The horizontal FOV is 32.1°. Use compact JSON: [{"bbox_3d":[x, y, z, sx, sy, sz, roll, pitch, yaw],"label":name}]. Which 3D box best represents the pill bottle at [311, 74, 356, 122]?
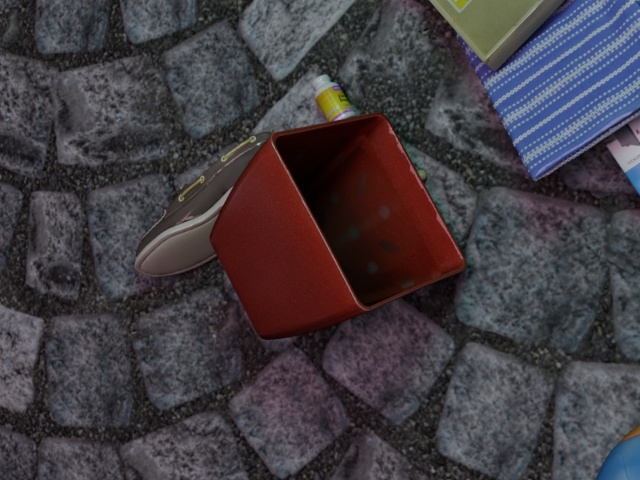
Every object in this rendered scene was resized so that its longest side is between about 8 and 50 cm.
[{"bbox_3d":[0.019,-0.215,1.725,0.043,0.043,0.083,-36,74,21],"label":"pill bottle"}]

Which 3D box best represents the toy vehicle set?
[{"bbox_3d":[0.230,-0.387,1.590,0.166,0.035,0.267,-45,54,18],"label":"toy vehicle set"}]

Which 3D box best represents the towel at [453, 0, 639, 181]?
[{"bbox_3d":[0.322,-0.273,1.520,0.243,0.040,0.336,-36,52,22],"label":"towel"}]

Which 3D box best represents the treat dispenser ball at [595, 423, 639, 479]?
[{"bbox_3d":[0.473,0.345,1.349,0.288,0.288,0.288,-1,88,26],"label":"treat dispenser ball"}]

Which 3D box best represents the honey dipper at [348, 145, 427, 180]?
[{"bbox_3d":[0.091,-0.127,1.698,0.161,0.030,0.030,23,99,22],"label":"honey dipper"}]

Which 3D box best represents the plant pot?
[{"bbox_3d":[0.000,0.000,1.611,0.236,0.267,0.267,-34,80,39],"label":"plant pot"}]

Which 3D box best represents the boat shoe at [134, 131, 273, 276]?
[{"bbox_3d":[-0.179,-0.053,1.783,0.324,0.117,0.096,-35,55,27],"label":"boat shoe"}]

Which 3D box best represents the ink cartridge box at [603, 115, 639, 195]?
[{"bbox_3d":[0.445,-0.167,1.496,0.140,0.082,0.190,-36,74,21],"label":"ink cartridge box"}]
